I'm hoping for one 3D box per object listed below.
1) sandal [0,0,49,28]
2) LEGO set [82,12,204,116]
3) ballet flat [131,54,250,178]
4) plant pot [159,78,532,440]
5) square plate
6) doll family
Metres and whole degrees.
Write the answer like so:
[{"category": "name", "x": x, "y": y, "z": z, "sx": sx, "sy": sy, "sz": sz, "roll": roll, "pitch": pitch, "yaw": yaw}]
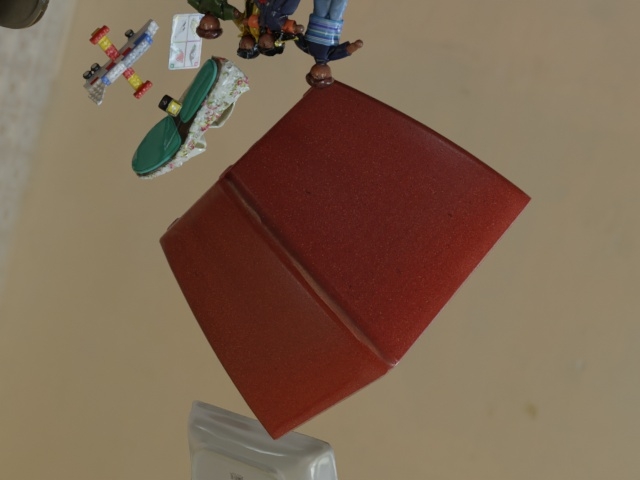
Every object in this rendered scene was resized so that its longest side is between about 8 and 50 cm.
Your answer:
[{"category": "sandal", "x": -0.438, "y": -0.321, "z": 1.944, "sx": 0.219, "sy": 0.090, "sz": 0.060, "roll": 17, "pitch": -159, "yaw": 25}, {"category": "LEGO set", "x": -0.213, "y": -0.269, "z": 1.951, "sx": 0.182, "sy": 0.244, "sz": 0.060, "roll": -9, "pitch": -152, "yaw": -36}, {"category": "ballet flat", "x": -0.185, "y": -0.169, "z": 2.246, "sx": 0.077, "sy": 0.241, "sz": 0.091, "roll": 17, "pitch": -141, "yaw": -38}, {"category": "plant pot", "x": 0.000, "y": 0.000, "z": 1.532, "sx": 0.236, "sy": 0.267, "sz": 0.267, "roll": 45, "pitch": 146, "yaw": -3}, {"category": "square plate", "x": -0.073, "y": 0.397, "z": 1.939, "sx": 0.049, "sy": 0.344, "sz": 0.347, "roll": -13, "pitch": -169, "yaw": -32}, {"category": "doll family", "x": -0.043, "y": -0.211, "z": 1.438, "sx": 0.076, "sy": 0.111, "sz": 0.193, "roll": -3, "pitch": -160, "yaw": -43}]
